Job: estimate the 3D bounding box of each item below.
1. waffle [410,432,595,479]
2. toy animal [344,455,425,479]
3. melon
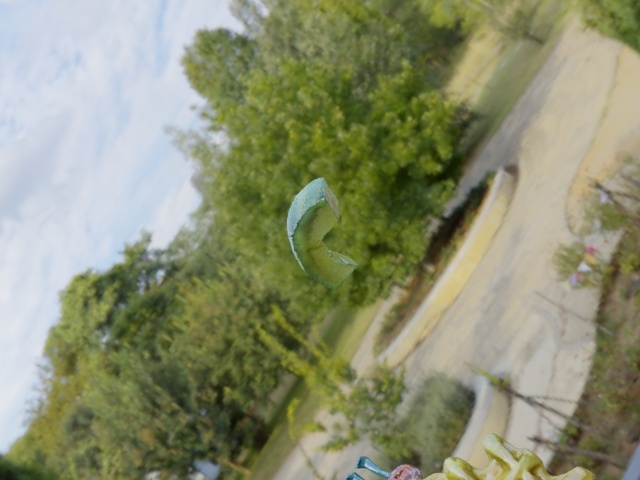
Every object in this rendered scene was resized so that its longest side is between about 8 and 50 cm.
[{"bbox_3d":[0.184,0.281,0.774,0.219,0.229,0.057,-43,-16,-4],"label":"waffle"},{"bbox_3d":[0.123,0.367,1.169,0.208,0.100,0.103,16,97,47],"label":"toy animal"},{"bbox_3d":[0.000,0.000,1.568,0.118,0.210,0.064,-22,30,10],"label":"melon"}]
